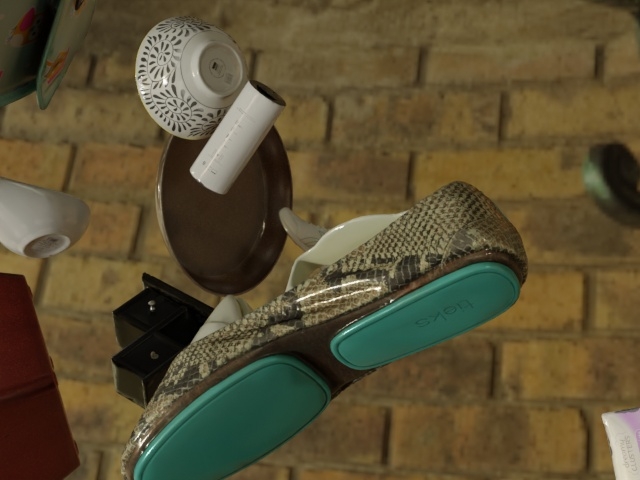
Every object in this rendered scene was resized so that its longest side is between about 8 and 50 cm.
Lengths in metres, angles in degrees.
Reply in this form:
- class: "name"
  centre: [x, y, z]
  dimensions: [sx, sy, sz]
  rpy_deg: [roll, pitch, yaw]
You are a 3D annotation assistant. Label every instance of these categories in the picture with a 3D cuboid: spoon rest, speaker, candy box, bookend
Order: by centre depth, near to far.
- class: "speaker"
  centre: [-0.098, -0.124, 1.484]
  dimensions: [0.055, 0.055, 0.136]
  rpy_deg: [24, 110, -32]
- class: "candy box"
  centre: [0.417, 0.288, 1.540]
  dimensions: [0.070, 0.165, 0.196]
  rpy_deg: [-14, 168, 22]
- class: "bookend"
  centre: [-0.221, 0.134, 1.597]
  dimensions: [0.157, 0.156, 0.072]
  rpy_deg: [25, 134, 31]
- class: "spoon rest"
  centre: [-0.430, -0.040, 1.719]
  dimensions: [0.137, 0.084, 0.276]
  rpy_deg: [-30, 156, 20]

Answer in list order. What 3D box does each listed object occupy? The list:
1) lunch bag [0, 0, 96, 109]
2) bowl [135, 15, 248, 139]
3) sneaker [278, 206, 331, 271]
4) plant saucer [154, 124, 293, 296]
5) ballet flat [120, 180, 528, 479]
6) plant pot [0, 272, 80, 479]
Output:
- class: "lunch bag"
  centre: [-0.240, -0.204, 0.866]
  dimensions: [0.262, 0.160, 0.223]
  rpy_deg: [-22, 149, -43]
- class: "bowl"
  centre: [-0.155, -0.223, 1.662]
  dimensions: [0.170, 0.170, 0.080]
  rpy_deg: [25, 163, -33]
- class: "sneaker"
  centre: [0.000, 0.000, 1.864]
  dimensions: [0.152, 0.061, 0.054]
  rpy_deg: [45, -172, 5]
- class: "plant saucer"
  centre: [-0.154, -0.069, 1.911]
  dimensions: [0.050, 0.311, 0.310]
  rpy_deg: [1, 156, 35]
- class: "ballet flat"
  centre: [-0.011, 0.093, 1.325]
  dimensions: [0.483, 0.182, 0.164]
  rpy_deg: [-32, 136, 10]
- class: "plant pot"
  centre: [-0.427, 0.187, 1.461]
  dimensions: [0.235, 0.267, 0.267]
  rpy_deg: [-17, 139, -14]
